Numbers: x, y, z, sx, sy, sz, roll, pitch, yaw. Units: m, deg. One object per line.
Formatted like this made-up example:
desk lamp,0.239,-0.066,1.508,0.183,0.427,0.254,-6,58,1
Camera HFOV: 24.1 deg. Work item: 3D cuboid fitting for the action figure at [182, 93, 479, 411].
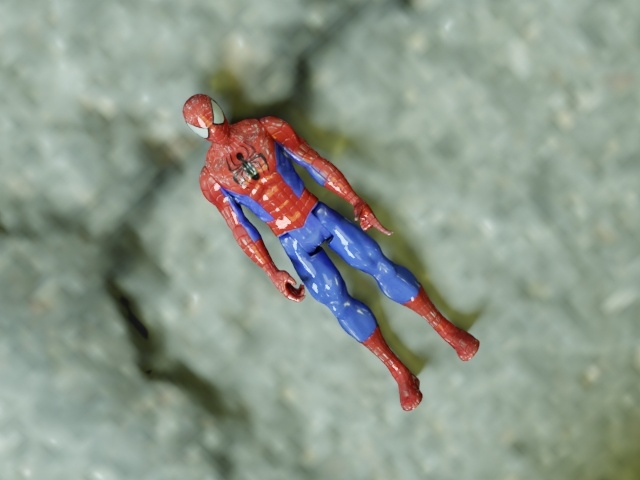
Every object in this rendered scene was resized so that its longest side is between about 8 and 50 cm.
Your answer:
action figure,0.000,0.000,0.447,0.038,0.030,0.115,-41,103,9
